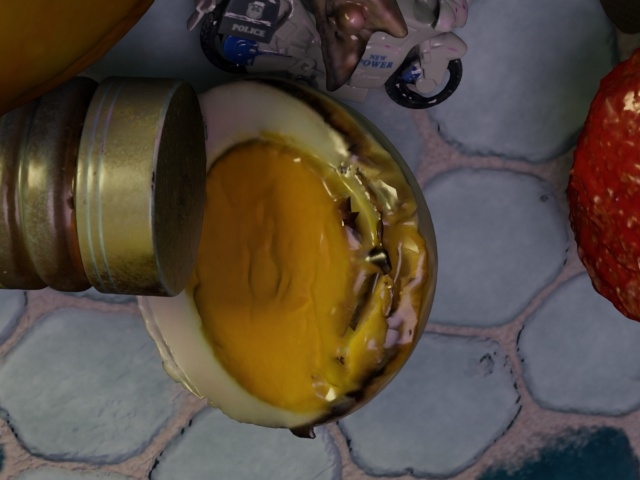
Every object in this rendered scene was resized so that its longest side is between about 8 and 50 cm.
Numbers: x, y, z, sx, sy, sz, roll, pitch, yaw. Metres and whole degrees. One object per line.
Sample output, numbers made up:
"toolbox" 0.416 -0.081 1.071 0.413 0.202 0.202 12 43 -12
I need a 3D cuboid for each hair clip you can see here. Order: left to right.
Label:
"hair clip" -0.010 -0.224 1.000 0.069 0.173 0.300 -5 136 23

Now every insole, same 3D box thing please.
"insole" 0.237 -0.223 1.233 0.045 0.002 0.135 -23 121 0

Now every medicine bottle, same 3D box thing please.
"medicine bottle" -0.252 -0.042 1.083 0.322 0.151 0.151 2 120 9

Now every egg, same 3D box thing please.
"egg" -0.003 -0.003 1.183 0.174 0.264 0.286 -22 154 -44

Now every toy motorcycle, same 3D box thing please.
"toy motorcycle" 0.017 -0.175 1.155 0.221 0.102 0.150 9 125 -17

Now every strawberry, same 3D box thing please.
"strawberry" 0.305 -0.059 1.200 0.257 0.257 0.277 -33 132 6

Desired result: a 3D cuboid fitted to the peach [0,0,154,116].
"peach" -0.244 -0.243 0.931 0.372 0.290 0.372 -9 102 -48
